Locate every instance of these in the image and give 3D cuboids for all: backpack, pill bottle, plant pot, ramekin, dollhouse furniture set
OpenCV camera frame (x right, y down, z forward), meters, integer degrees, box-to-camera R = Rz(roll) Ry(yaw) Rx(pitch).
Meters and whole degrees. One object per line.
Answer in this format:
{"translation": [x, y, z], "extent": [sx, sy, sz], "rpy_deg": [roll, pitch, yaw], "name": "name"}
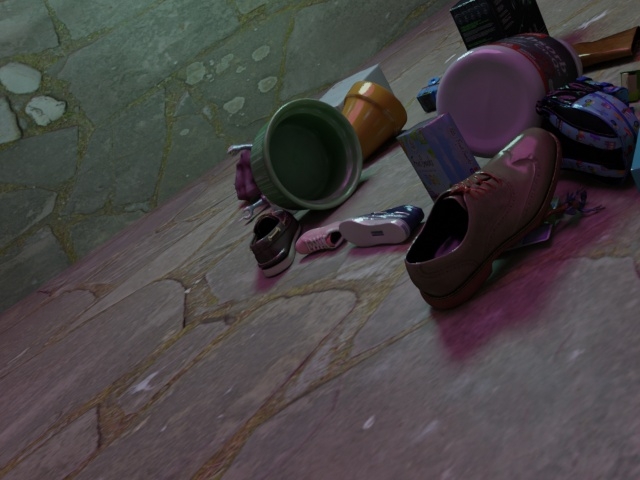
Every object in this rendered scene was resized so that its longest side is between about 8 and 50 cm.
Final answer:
{"translation": [0.465, -0.180, 0.950], "extent": [0.116, 0.158, 0.173], "rpy_deg": [-31, 31, -5], "name": "backpack"}
{"translation": [0.405, -0.313, 1.177], "extent": [0.210, 0.210, 0.363], "rpy_deg": [-13, 14, 41], "name": "pill bottle"}
{"translation": [0.134, -0.353, 1.767], "extent": [0.188, 0.205, 0.205], "rpy_deg": [-55, 27, -14], "name": "plant pot"}
{"translation": [-0.047, -0.225, 1.584], "extent": [0.303, 0.303, 0.148], "rpy_deg": [-44, 16, -27], "name": "ramekin"}
{"translation": [0.566, -0.299, 1.119], "extent": [0.151, 0.059, 0.076], "rpy_deg": [-12, 13, -22], "name": "dollhouse furniture set"}

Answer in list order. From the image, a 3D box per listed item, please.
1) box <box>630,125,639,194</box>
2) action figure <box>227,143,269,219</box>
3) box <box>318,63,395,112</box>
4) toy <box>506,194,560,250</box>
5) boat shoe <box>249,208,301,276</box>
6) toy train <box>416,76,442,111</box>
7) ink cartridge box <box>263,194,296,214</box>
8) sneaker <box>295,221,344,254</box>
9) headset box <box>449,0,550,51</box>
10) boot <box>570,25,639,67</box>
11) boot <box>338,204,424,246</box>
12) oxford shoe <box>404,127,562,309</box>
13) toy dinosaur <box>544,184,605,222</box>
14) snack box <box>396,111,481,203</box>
{"translation": [0.520, -0.134, 0.847], "extent": [0.060, 0.101, 0.244], "rpy_deg": [-14, 27, 42], "name": "box"}
{"translation": [-0.178, -0.218, 1.966], "extent": [0.275, 0.248, 0.370], "rpy_deg": [-11, 12, -23], "name": "action figure"}
{"translation": [0.098, -0.461, 2.060], "extent": [0.215, 0.168, 0.345], "rpy_deg": [-13, 29, 42], "name": "box"}
{"translation": [0.287, -0.027, 1.001], "extent": [0.237, 0.056, 0.137], "rpy_deg": [-15, 27, 39], "name": "toy"}
{"translation": [-0.125, -0.022, 1.507], "extent": [0.116, 0.097, 0.324], "rpy_deg": [-27, 22, 13], "name": "boat shoe"}
{"translation": [0.398, -0.473, 1.802], "extent": [0.184, 0.080, 0.105], "rpy_deg": [-3, 44, 48], "name": "toy train"}
{"translation": [-0.122, -0.138, 1.722], "extent": [0.088, 0.122, 0.052], "rpy_deg": [-6, 33, 50], "name": "ink cartridge box"}
{"translation": [0.000, 0.000, 1.347], "extent": [0.134, 0.051, 0.070], "rpy_deg": [-25, 17, 8], "name": "sneaker"}
{"translation": [0.532, -0.634, 1.675], "extent": [0.131, 0.283, 0.246], "rpy_deg": [-5, 35, 50], "name": "headset box"}
{"translation": [0.624, -0.428, 1.413], "extent": [0.280, 0.096, 0.264], "rpy_deg": [3, 32, 45], "name": "boot"}
{"translation": [0.132, -0.035, 1.236], "extent": [0.190, 0.069, 0.086], "rpy_deg": [4, 34, 45], "name": "boot"}
{"translation": [0.261, -0.057, 0.895], "extent": [0.123, 0.130, 0.348], "rpy_deg": [25, 75, 45], "name": "oxford shoe"}
{"translation": [0.403, -0.062, 0.914], "extent": [0.090, 0.047, 0.082], "rpy_deg": [-16, -6, 25], "name": "toy dinosaur"}
{"translation": [0.238, -0.154, 1.125], "extent": [0.070, 0.175, 0.207], "rpy_deg": [-32, 8, -2], "name": "snack box"}
